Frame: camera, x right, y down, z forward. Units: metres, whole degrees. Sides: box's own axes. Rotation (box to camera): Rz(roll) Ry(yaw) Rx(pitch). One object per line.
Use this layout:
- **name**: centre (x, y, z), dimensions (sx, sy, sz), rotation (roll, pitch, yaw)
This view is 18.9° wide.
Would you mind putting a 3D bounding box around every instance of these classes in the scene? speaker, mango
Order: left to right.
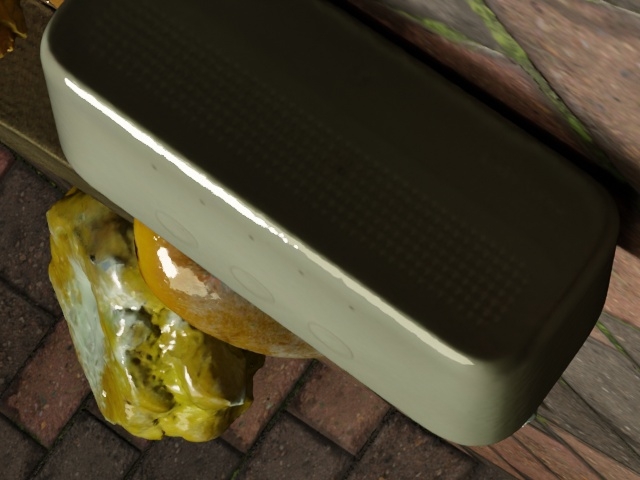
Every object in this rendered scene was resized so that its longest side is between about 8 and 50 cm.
- **mango**: centre (-0.026, 0.017, 1.818), dimensions (0.316, 0.192, 0.146), rotation (16, -156, -20)
- **speaker**: centre (0.005, -0.047, 1.294), dimensions (0.406, 0.183, 0.184), rotation (35, 168, 11)

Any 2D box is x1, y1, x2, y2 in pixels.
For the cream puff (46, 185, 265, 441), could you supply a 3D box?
- **cream puff**: centre (-0.159, 0.053, 2.310), dimensions (0.378, 0.276, 0.378), rotation (49, 148, 46)

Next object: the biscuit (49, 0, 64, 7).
- **biscuit**: centre (-0.154, -0.183, 1.635), dimensions (0.355, 0.052, 0.275), rotation (40, 175, -8)

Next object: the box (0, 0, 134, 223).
- **box**: centre (-0.243, -0.134, 2.040), dimensions (0.273, 0.143, 0.184), rotation (31, 172, 26)

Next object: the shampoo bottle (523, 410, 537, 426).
- **shampoo bottle**: centre (0.196, 0.166, 2.304), dimensions (0.072, 0.049, 0.212), rotation (24, 168, 39)

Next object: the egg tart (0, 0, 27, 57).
- **egg tart**: centre (-0.379, -0.287, 1.767), dimensions (0.294, 0.123, 0.294), rotation (38, 176, 3)
